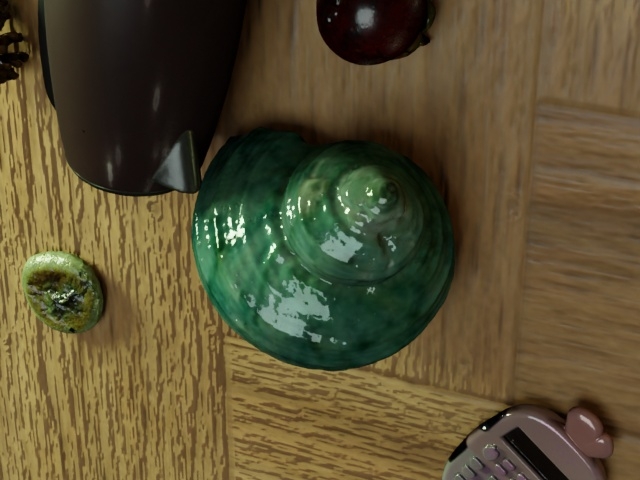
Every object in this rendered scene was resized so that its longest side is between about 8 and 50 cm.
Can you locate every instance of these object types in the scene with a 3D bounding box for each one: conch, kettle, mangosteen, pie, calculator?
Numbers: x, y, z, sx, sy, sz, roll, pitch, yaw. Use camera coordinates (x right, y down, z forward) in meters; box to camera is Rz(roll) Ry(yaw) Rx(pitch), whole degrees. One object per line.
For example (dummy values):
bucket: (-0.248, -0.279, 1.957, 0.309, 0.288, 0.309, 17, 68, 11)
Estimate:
conch: (0.001, 0.000, 0.988, 0.202, 0.134, 0.196, -36, 97, 37)
kettle: (-0.143, -0.155, 0.987, 0.202, 0.144, 0.232, 35, 131, 31)
mangosteen: (0.037, -0.157, 0.929, 0.081, 0.081, 0.081, 12, 120, 21)
pie: (-0.221, 0.046, 1.196, 0.084, 0.021, 0.084, 12, 120, 22)
calculator: (0.160, 0.177, 1.069, 0.103, 0.024, 0.166, 47, 128, -1)

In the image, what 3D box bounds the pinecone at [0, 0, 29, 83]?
pinecone: (-0.276, -0.162, 1.075, 0.102, 0.102, 0.109, 19, 112, 18)
